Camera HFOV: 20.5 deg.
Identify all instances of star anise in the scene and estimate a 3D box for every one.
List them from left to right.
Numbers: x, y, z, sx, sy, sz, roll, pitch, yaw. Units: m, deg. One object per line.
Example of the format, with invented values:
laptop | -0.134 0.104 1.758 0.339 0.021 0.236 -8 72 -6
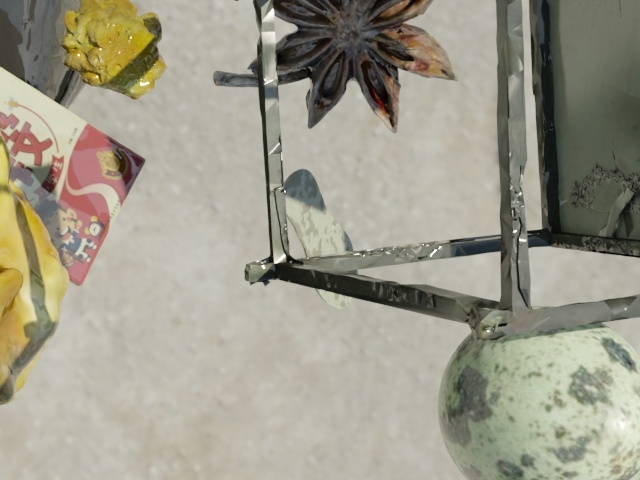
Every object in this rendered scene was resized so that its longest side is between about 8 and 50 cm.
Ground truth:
star anise | 0.017 -0.207 1.773 0.262 0.081 0.230 -21 114 18

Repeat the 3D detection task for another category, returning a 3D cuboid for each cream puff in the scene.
cream puff | -0.155 -0.146 1.307 0.083 0.058 0.083 -18 112 -31

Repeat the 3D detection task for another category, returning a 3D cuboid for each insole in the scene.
insole | 0.000 0.000 1.890 0.065 0.006 0.193 -47 134 -23

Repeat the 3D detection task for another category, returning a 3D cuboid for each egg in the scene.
egg | 0.148 0.108 1.118 0.132 0.172 0.132 -2 94 -25

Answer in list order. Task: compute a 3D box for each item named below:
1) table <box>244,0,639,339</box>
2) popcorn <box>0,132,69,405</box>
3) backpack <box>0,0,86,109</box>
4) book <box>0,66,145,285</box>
table | 0.131 -0.076 1.149 0.272 0.335 0.222 -5 96 -26
popcorn | -0.406 0.043 1.516 0.354 0.344 0.390 26 141 -18
backpack | -0.397 -0.317 2.386 0.446 0.254 0.363 -98 -162 -77
book | -0.316 -0.077 1.885 0.232 0.022 0.162 33 69 -23
